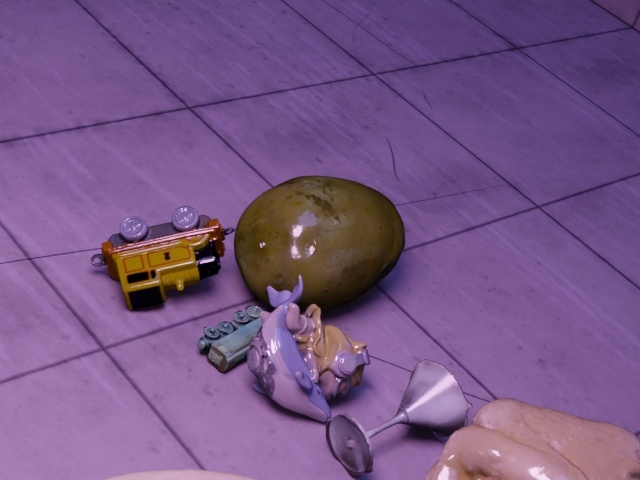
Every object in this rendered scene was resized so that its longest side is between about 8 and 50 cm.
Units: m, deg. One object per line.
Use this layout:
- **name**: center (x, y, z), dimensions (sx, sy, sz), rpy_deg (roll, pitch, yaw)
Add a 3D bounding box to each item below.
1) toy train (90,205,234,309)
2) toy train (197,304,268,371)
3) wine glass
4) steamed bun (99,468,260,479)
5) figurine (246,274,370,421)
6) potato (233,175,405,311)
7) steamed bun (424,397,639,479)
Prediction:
- **toy train**: center (-0.231, 0.028, 1.744), dimensions (0.219, 0.089, 0.127), rpy_deg (-12, 58, -8)
- **toy train**: center (-0.117, 0.141, 1.727), dimensions (0.071, 0.038, 0.148), rpy_deg (39, 39, 21)
- **wine glass**: center (0.105, 0.249, 1.621), dimensions (0.183, 0.122, 0.122), rpy_deg (-20, 50, -38)
- **steamed bun**: center (-0.090, 0.414, 1.149), dimensions (0.456, 0.290, 0.371), rpy_deg (16, 34, -5)
- **figurine**: center (-0.020, 0.155, 1.656), dimensions (0.184, 0.128, 0.208), rpy_deg (-9, 84, -34)
- **potato**: center (0.002, 0.000, 1.831), dimensions (0.304, 0.216, 0.216), rpy_deg (-16, 48, -35)
- **steamed bun**: center (0.273, 0.373, 1.322), dimensions (0.325, 0.372, 0.230), rpy_deg (-9, 14, -9)
